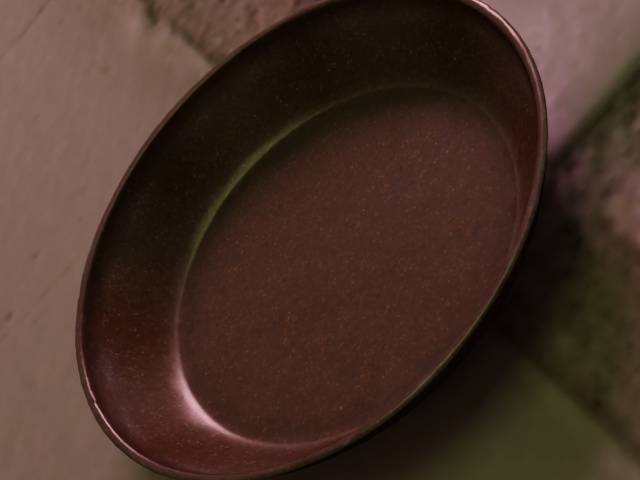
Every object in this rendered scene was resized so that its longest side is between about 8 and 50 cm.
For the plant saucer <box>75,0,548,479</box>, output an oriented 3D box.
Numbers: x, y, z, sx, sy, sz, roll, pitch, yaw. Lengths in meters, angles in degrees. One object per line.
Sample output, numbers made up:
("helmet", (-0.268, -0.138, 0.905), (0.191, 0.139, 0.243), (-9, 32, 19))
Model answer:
("plant saucer", (0.000, 0.000, 0.602), (0.198, 0.036, 0.198), (-23, 47, 28))
